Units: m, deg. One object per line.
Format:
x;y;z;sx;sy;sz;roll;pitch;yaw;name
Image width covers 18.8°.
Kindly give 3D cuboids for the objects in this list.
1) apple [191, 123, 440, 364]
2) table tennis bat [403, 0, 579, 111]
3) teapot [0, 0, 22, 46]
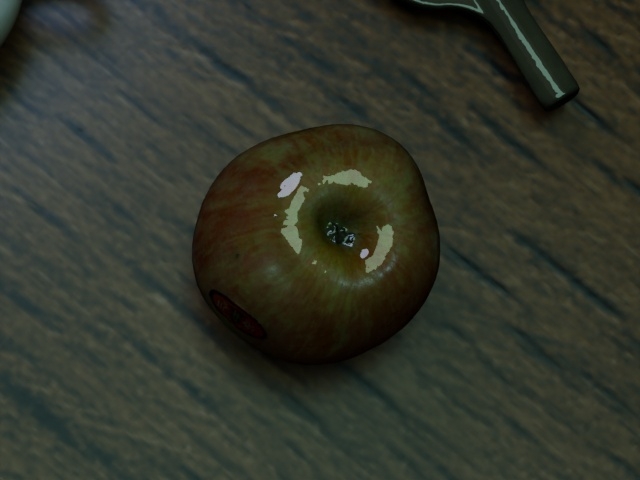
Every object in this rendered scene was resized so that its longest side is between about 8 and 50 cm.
0.000;0.000;1.145;0.146;0.131;0.146;2;77;-10;apple
0.094;-0.186;1.245;0.131;0.022;0.234;-28;78;-13;table tennis bat
-0.246;-0.164;1.178;0.226;0.092;0.145;-9;94;-14;teapot
